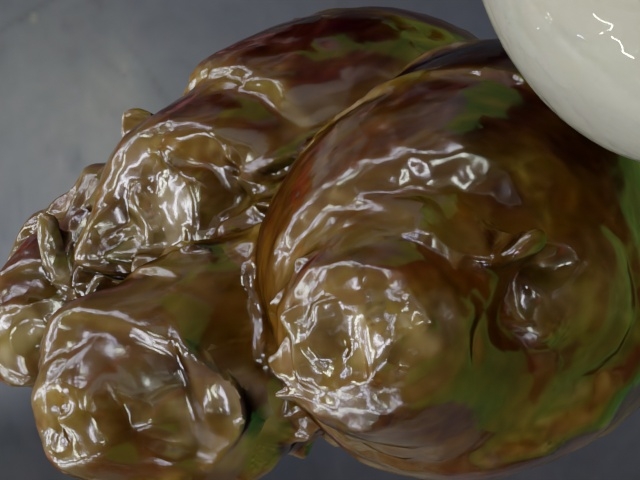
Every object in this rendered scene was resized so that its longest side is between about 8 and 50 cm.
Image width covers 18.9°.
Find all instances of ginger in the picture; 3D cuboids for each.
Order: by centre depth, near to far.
[{"bbox_3d":[0.006,0.000,0.753,0.357,0.274,0.152,-147,48,-65],"label":"ginger"}]

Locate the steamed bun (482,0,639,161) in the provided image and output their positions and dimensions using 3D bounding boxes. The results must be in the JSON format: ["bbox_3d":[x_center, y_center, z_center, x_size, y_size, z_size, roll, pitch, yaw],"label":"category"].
[{"bbox_3d":[0.117,-0.138,0.606,0.177,0.131,0.228,-79,2,-78],"label":"steamed bun"}]
